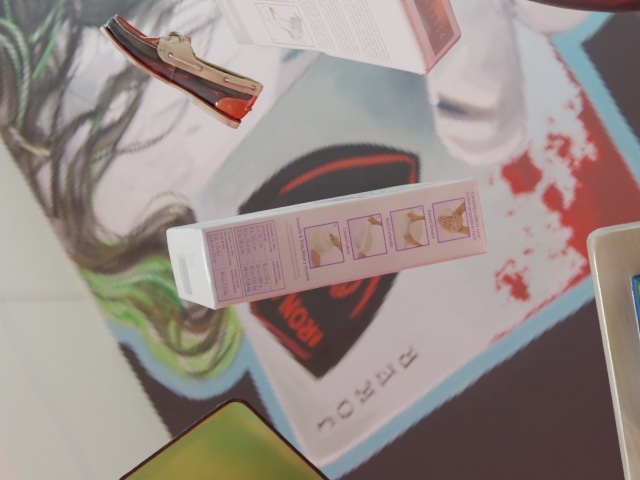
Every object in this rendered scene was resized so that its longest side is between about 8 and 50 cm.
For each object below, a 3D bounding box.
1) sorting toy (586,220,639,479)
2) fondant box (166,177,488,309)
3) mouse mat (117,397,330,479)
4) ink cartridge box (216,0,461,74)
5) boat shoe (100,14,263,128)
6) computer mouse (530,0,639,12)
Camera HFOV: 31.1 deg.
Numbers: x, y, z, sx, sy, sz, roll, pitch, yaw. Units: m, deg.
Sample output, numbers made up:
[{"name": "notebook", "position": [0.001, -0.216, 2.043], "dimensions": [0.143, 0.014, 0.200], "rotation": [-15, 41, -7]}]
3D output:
[{"name": "sorting toy", "position": [0.298, 0.103, 0.625], "dimensions": [0.089, 0.256, 0.257], "rotation": [-42, -58, -82]}, {"name": "fondant box", "position": [0.000, 0.000, 1.380], "dimensions": [0.330, 0.096, 0.238], "rotation": [-12, -176, -15]}, {"name": "mouse mat", "position": [-0.072, 0.236, 1.038], "dimensions": [0.189, 0.153, 0.007], "rotation": [48, -167, -24]}, {"name": "ink cartridge box", "position": [-0.028, -0.300, 1.064], "dimensions": [0.261, 0.066, 0.296], "rotation": [18, 148, 41]}, {"name": "boat shoe", "position": [-0.112, -0.144, 0.927], "dimensions": [0.137, 0.043, 0.049], "rotation": [33, -164, -9]}, {"name": "computer mouse", "position": [0.032, -0.129, 0.363], "dimensions": [0.272, 0.072, 0.188], "rotation": [19, -151, 9]}]
